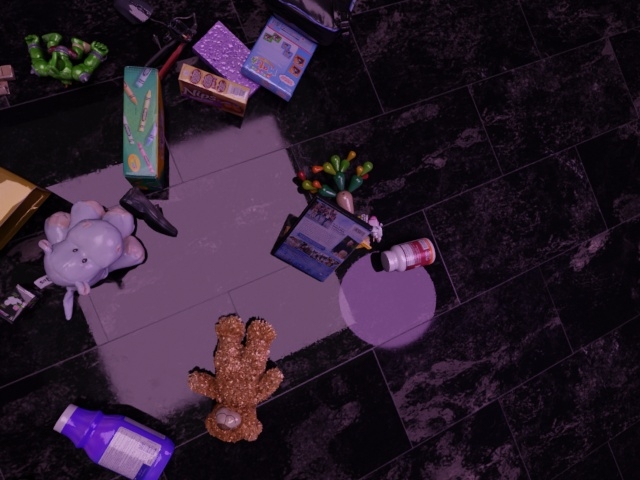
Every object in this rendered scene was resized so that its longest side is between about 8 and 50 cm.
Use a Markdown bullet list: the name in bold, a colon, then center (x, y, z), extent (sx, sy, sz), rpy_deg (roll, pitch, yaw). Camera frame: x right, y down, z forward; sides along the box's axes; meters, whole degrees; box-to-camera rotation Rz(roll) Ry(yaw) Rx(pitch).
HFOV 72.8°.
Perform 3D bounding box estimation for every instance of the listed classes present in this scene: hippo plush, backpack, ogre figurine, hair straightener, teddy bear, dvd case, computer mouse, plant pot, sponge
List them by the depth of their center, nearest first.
- **plant pot**: center (-0.789, -0.094, 0.992), extent (0.187, 0.212, 0.212), rpy_deg (40, 77, -20)
- **hippo plush**: center (-0.588, 0.017, 1.039), extent (0.294, 0.236, 0.234), rpy_deg (-40, 96, -14)
- **ogre figurine**: center (-0.671, -0.473, 1.132), extent (0.197, 0.097, 0.118), rpy_deg (12, 71, -24)
- **teddy bear**: center (-0.224, 0.372, 1.172), extent (0.245, 0.113, 0.338), rpy_deg (27, 79, -9)
- **computer mouse**: center (-0.463, -0.617, 1.199), extent (0.242, 0.041, 0.071), rpy_deg (25, 72, 0)
- **dvd case**: center (0.000, 0.000, 1.207), extent (0.180, 0.253, 0.022), rpy_deg (31, 38, -13)
- **hair straightener**: center (-0.428, -0.562, 1.224), extent (0.089, 0.047, 0.230), rpy_deg (32, 78, -10)
- **backpack**: center (-0.007, -0.737, 1.266), extent (0.276, 0.213, 0.263), rpy_deg (28, 87, -17)
- **sponge**: center (-0.258, -0.526, 1.274), extent (0.210, 0.031, 0.117), rpy_deg (42, 77, -8)

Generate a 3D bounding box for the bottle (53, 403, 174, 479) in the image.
- **bottle**: center (-0.518, 0.505, 1.093), extent (0.283, 0.092, 0.118), rpy_deg (31, 78, -10)

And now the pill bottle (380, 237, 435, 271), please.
- **pill bottle**: center (0.267, 0.048, 1.336), extent (0.152, 0.086, 0.086), rpy_deg (-13, 89, -14)

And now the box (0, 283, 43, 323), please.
- **box**: center (-0.747, 0.155, 1.078), extent (0.052, 0.062, 0.083), rpy_deg (39, 77, -10)

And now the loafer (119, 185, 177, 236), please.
- **loafer**: center (-0.446, -0.075, 1.158), extent (0.170, 0.062, 0.061), rpy_deg (47, 52, -36)

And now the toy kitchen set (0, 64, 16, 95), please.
- **toy kitchen set**: center (-0.830, -0.412, 1.094), extent (0.083, 0.075, 0.068), rpy_deg (-13, 90, -11)

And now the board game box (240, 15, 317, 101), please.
- **board game box**: center (-0.120, -0.539, 1.284), extent (0.160, 0.039, 0.211), rpy_deg (28, 67, -14)

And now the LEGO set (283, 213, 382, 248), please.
- **LEGO set**: center (0.041, -0.034, 1.279), extent (0.287, 0.132, 0.107), rpy_deg (-1, 65, 13)

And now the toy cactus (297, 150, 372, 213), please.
- **toy cactus**: center (0.054, -0.162, 1.294), extent (0.219, 0.112, 0.180), rpy_deg (-17, 97, -12)

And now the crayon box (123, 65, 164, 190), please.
- **crayon box**: center (-0.457, -0.283, 1.134), extent (0.081, 0.165, 0.278), rpy_deg (0, 86, -14)

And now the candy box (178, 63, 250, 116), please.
- **candy box**: center (-0.296, -0.417, 1.216), extent (0.187, 0.109, 0.053), rpy_deg (16, 82, -13)

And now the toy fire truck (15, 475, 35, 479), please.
- **toy fire truck**: center (-0.693, 0.716, 1.019), extent (0.217, 0.158, 0.246), rpy_deg (26, 69, -11)
